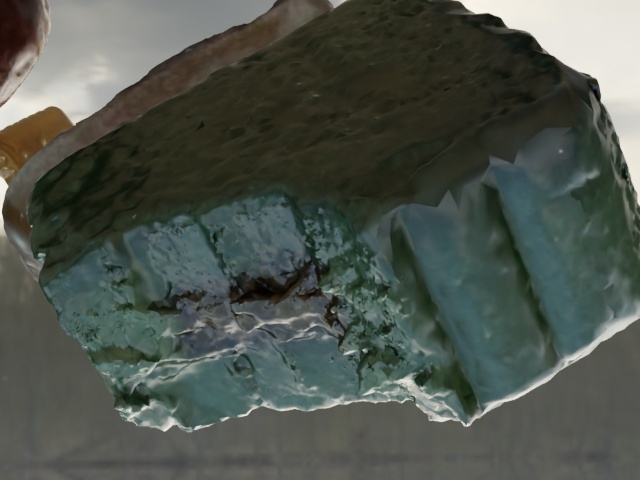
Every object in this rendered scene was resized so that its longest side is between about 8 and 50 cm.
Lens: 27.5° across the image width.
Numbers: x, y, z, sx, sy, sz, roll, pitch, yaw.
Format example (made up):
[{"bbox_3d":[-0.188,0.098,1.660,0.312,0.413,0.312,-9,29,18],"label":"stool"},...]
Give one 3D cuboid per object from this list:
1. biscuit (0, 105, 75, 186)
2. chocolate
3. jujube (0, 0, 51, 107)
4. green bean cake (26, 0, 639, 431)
[{"bbox_3d":[-0.222,-0.024,1.309,0.030,0.250,0.160,-37,-176,23],"label":"biscuit"},{"bbox_3d":[-0.084,-0.047,0.994,0.303,0.100,0.185,-35,142,-9],"label":"chocolate"},{"bbox_3d":[-0.335,-0.207,1.025,0.243,0.183,0.183,37,152,-27],"label":"jujube"},{"bbox_3d":[0.000,0.000,0.771,0.308,0.169,0.300,-28,-152,-5],"label":"green bean cake"}]
